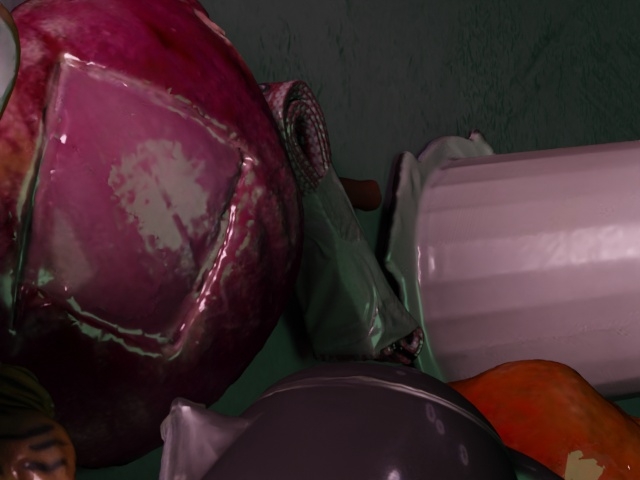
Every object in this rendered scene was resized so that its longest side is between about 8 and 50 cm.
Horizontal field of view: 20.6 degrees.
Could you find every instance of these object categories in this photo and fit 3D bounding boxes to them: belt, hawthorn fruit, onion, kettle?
[{"bbox_3d":[0.000,0.000,1.106,0.232,0.053,0.071,63,34,-35],"label":"belt"},{"bbox_3d":[0.120,0.216,1.135,0.224,0.224,0.261,56,49,-38],"label":"hawthorn fruit"},{"bbox_3d":[-0.084,-0.012,0.932,0.247,0.111,0.250,-49,127,-54],"label":"onion"},{"bbox_3d":[0.030,0.197,0.733,0.268,0.207,0.290,26,53,-16],"label":"kettle"}]

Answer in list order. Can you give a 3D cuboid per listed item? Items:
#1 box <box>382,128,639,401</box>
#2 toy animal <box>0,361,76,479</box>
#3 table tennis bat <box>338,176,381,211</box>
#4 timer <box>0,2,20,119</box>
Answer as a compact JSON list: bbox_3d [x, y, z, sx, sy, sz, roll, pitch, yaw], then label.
[{"bbox_3d":[0.200,0.049,1.305,0.262,0.206,0.291,-17,96,-59],"label":"box"},{"bbox_3d":[-0.175,0.157,0.750,0.116,0.114,0.255,51,50,-8],"label":"toy animal"},{"bbox_3d":[-0.006,-0.035,1.158,0.154,0.019,0.098,5,81,-57],"label":"table tennis bat"},{"bbox_3d":[-0.257,0.001,0.589,0.257,0.161,0.250,25,72,-56],"label":"timer"}]
